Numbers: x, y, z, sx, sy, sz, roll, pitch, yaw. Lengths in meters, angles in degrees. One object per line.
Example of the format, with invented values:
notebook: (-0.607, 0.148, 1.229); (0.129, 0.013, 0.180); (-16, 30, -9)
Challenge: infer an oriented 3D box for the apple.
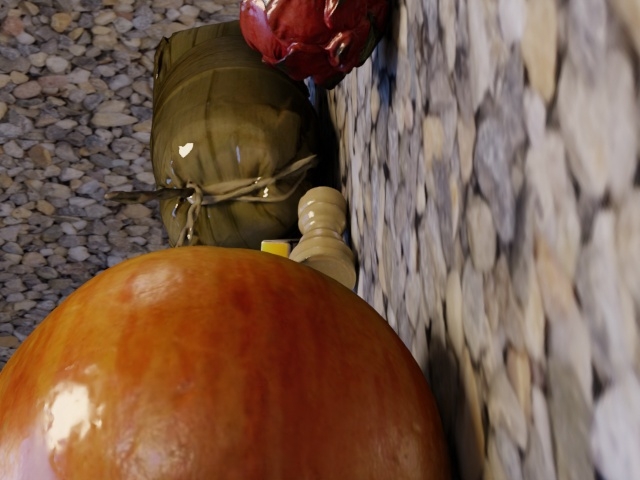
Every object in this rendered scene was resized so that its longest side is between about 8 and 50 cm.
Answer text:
apple: (-0.059, 0.138, 0.580); (0.286, 0.285, 0.233); (97, 171, -52)

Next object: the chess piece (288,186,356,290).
chess piece: (0.000, 0.000, 1.017); (0.122, 0.066, 0.066); (-92, 5, -51)

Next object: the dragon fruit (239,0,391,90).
dragon fruit: (0.001, -0.184, 0.788); (0.121, 0.130, 0.142); (56, -171, -24)

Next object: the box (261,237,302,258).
box: (-0.021, 0.060, 1.144); (0.247, 0.033, 0.129); (-10, -80, -78)

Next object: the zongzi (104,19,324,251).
zongzi: (-0.072, 0.011, 1.287); (0.500, 0.218, 0.467); (-101, -4, -61)
